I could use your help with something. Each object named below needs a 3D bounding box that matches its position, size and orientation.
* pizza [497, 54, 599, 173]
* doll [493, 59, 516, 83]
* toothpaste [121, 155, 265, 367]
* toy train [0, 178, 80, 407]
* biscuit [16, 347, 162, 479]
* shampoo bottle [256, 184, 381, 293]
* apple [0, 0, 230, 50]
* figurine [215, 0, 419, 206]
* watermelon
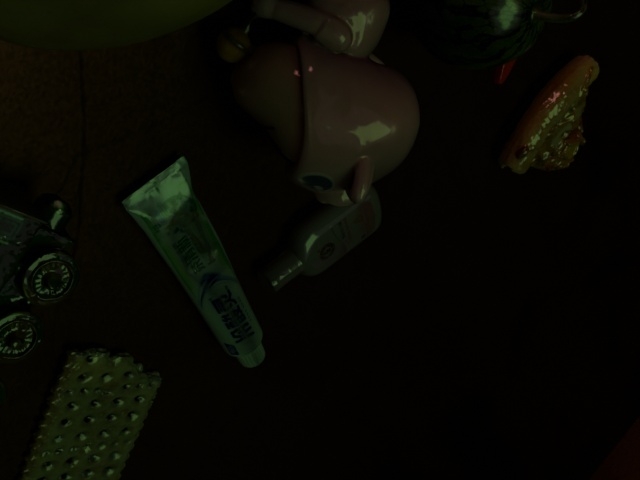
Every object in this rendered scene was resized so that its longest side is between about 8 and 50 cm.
[{"bbox_3d":[0.320,-0.146,1.264,0.182,0.062,0.161,-47,149,-11],"label":"pizza"},{"bbox_3d":[0.230,-0.274,1.061,0.169,0.057,0.109,-54,142,2],"label":"doll"},{"bbox_3d":[-0.116,0.039,0.952,0.075,0.048,0.297,-41,139,-17],"label":"toothpaste"},{"bbox_3d":[-0.292,0.049,0.734,0.137,0.090,0.225,27,98,-46],"label":"toy train"},{"bbox_3d":[-0.239,0.197,0.969,0.144,0.016,0.203,6,115,-49],"label":"biscuit"},{"bbox_3d":[0.000,0.000,1.048,0.165,0.040,0.080,-38,143,-22],"label":"shampoo bottle"},{"bbox_3d":[-0.140,-0.245,0.533,0.262,0.262,0.262,-28,137,-30],"label":"apple"},{"bbox_3d":[0.001,-0.177,0.843,0.186,0.176,0.288,2,107,-2],"label":"figurine"},{"bbox_3d":[0.173,-0.239,0.917,0.140,0.187,0.141,-22,123,-37],"label":"watermelon"}]
